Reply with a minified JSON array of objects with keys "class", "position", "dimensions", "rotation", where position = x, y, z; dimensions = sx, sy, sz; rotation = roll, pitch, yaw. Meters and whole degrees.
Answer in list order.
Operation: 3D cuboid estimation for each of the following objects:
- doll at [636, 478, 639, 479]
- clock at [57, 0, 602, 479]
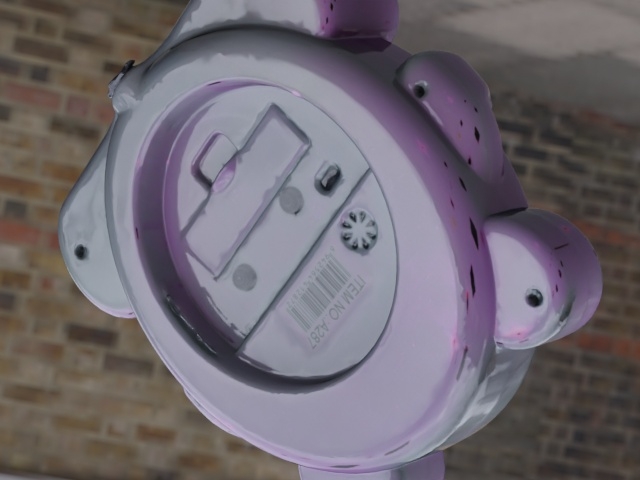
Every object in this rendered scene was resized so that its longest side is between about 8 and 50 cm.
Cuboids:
[{"class":"doll","position":[0.073,0.076,0.360],"dimensions":[0.051,0.061,0.093],"rotation":[-27,147,-14]},{"class":"clock","position":[0.000,0.000,0.896],"dimensions":[0.248,0.227,0.090],"rotation":[47,-151,20]}]
